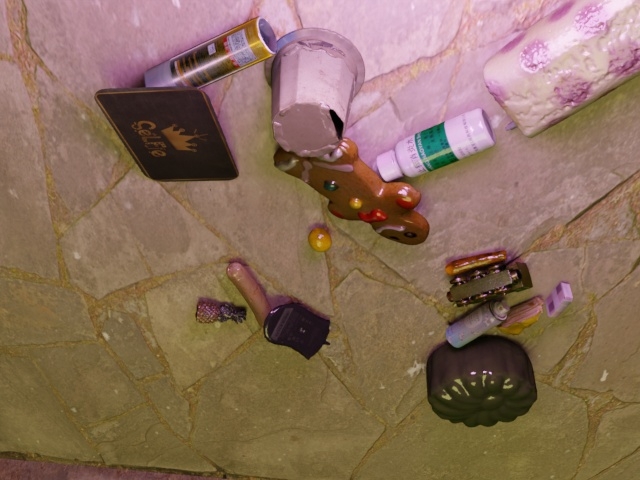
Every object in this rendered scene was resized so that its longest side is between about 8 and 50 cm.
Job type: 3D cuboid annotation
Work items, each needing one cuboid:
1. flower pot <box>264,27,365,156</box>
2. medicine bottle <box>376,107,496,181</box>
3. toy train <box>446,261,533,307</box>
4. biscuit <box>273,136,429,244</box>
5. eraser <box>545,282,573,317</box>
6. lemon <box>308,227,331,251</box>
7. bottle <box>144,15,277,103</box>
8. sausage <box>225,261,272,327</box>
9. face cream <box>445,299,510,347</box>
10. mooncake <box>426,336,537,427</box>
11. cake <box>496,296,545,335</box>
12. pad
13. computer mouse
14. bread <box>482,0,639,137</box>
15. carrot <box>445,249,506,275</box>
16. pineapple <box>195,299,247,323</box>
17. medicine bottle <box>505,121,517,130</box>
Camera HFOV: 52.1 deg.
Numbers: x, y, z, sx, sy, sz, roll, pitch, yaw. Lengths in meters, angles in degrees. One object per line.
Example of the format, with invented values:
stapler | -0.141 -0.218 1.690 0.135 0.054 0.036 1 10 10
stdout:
flower pot | -0.011 -0.284 1.321 0.213 0.202 0.212 0 141 0
medicine bottle | 0.254 -0.206 1.466 0.260 0.095 0.095 -21 134 28
toy train | 0.468 0.127 1.829 0.226 0.090 0.137 -23 161 35
biscuit | 0.102 -0.094 1.560 0.432 0.064 0.283 38 153 -33
eraser | 0.691 0.174 1.899 0.026 0.065 0.105 11 139 -6
lemon | 0.000 0.000 1.760 0.062 0.062 0.083 -21 134 27
bottle | -0.227 -0.362 1.333 0.286 0.082 0.082 -17 136 23
sausage | -0.206 0.166 1.982 0.066 0.065 0.301 -8 141 14
face cream | 0.485 0.249 2.003 0.075 0.075 0.229 25 135 -22
mooncake | 0.532 0.480 2.184 0.357 0.194 0.356 3 141 2
cake | 0.617 0.248 1.989 0.185 0.079 0.116 -30 127 29
pad | -0.370 -0.205 1.483 0.315 0.063 0.375 0 154 7
computer mouse | -0.076 0.277 2.070 0.264 0.088 0.147 33 88 -29
bread | 0.487 -0.350 1.212 0.338 0.155 0.187 -30 117 36
carrot | 0.429 0.061 1.806 0.171 0.042 0.042 -16 136 22
pineapple | -0.313 0.232 2.070 0.160 0.074 0.074 5 141 -14
medicine bottle | 0.477 -0.284 1.379 0.199 0.057 0.058 -29 130 35
